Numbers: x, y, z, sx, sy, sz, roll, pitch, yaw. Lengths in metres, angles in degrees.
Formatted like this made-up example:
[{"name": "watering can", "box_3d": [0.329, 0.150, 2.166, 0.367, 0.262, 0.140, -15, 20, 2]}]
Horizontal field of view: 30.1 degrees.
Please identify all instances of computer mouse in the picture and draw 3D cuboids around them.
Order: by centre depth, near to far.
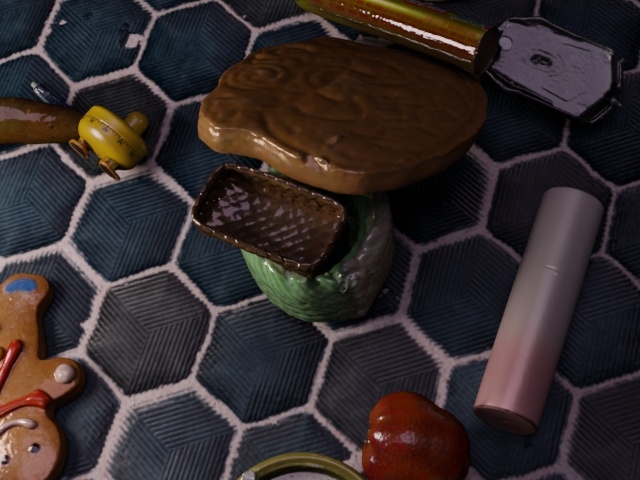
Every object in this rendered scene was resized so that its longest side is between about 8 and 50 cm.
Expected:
[{"name": "computer mouse", "box_3d": [0.334, -0.245, 1.730, 0.231, 0.071, 0.126, 24, 81, 13]}]

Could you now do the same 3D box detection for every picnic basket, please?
[{"name": "picnic basket", "box_3d": [-0.063, -0.025, 1.512, 0.193, 0.055, 0.110, 22, 69, 19]}]

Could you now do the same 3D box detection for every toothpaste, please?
[{"name": "toothpaste", "box_3d": [-0.416, -0.217, 1.829, 0.083, 0.019, 0.027, 40, 58, 17]}]

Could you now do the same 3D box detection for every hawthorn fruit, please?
[{"name": "hawthorn fruit", "box_3d": [0.122, 0.257, 1.481, 0.138, 0.133, 0.133, 16, 67, 5]}]

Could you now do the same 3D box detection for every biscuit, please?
[{"name": "biscuit", "box_3d": [-0.425, 0.193, 1.621, 0.205, 0.049, 0.324, -15, 66, -2]}, {"name": "biscuit", "box_3d": [0.041, -0.191, 1.640, 0.365, 0.062, 0.385, 19, 36, 20]}]

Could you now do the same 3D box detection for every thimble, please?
[{"name": "thimble", "box_3d": [0.000, 0.000, 1.605, 0.219, 0.150, 0.219, -3, 65, 7]}]

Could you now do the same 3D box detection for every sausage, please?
[{"name": "sausage", "box_3d": [0.100, -0.335, 1.771, 0.371, 0.082, 0.082, 27, 70, 32]}]

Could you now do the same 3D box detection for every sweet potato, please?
[{"name": "sweet potato", "box_3d": [-0.503, -0.151, 1.775, 0.346, 0.079, 0.108, -24, 77, -2]}]

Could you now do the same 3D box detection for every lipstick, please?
[{"name": "lipstick", "box_3d": [0.289, 0.089, 1.566, 0.087, 0.087, 0.327, 16, 67, 13]}]

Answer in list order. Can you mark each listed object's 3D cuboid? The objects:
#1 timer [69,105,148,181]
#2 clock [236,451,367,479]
[{"name": "timer", "box_3d": [-0.297, -0.156, 1.739, 0.107, 0.107, 0.109, 33, 75, 20]}, {"name": "clock", "box_3d": [-0.023, 0.383, 1.479, 0.237, 0.057, 0.237, -2, 66, 4]}]
